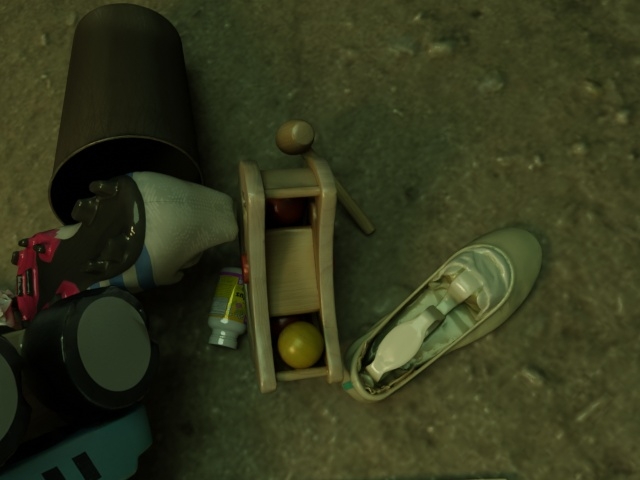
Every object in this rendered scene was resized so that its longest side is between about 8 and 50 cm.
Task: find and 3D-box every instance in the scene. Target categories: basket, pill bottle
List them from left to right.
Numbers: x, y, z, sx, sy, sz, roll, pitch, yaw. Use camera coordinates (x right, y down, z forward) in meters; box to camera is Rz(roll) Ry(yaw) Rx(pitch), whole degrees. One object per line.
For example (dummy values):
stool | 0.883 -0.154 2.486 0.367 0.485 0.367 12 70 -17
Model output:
basket | -0.219 -0.142 0.715 0.154 0.204 0.226 6 57 -26
pill bottle | -0.095 0.073 0.673 0.043 0.043 0.083 7 73 14

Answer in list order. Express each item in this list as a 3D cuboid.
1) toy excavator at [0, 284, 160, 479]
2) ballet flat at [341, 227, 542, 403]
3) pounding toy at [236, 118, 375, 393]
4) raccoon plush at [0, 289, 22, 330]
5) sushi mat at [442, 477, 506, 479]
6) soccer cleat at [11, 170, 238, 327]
toy excavator | -0.274 0.290 0.434 0.222 0.433 0.444 -17 89 25
ballet flat | 0.122 0.069 0.609 0.248 0.086 0.086 -41 68 -4
pounding toy | 0.000 0.000 0.603 0.155 0.154 0.269 -5 84 -12
raccoon plush | -0.596 0.081 0.638 0.447 0.299 0.216 -26 68 2
sushi mat | 0.024 0.306 0.581 0.317 0.019 0.151 -6 69 10
soccer cleat | -0.210 0.026 0.650 0.331 0.143 0.115 -23 73 45
